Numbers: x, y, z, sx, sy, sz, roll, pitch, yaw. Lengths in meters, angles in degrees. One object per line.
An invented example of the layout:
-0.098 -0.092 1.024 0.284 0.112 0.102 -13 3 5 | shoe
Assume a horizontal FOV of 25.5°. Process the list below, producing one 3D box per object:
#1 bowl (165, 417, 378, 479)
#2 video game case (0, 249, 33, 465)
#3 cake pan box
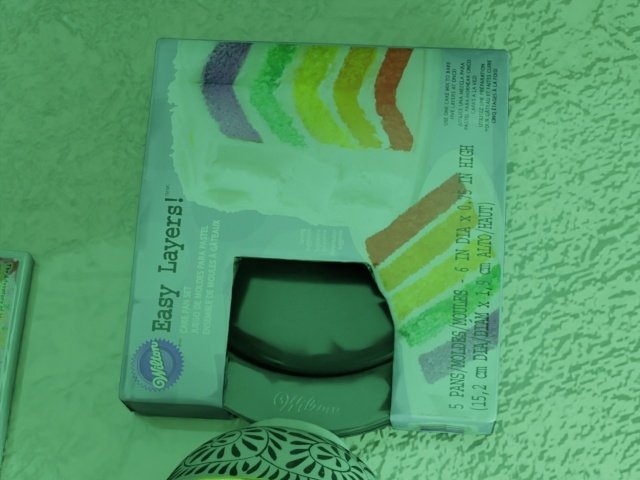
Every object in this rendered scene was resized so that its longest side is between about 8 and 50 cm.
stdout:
-0.023 0.162 0.863 0.170 0.170 0.080 8 48 6 | bowl
-0.277 0.079 0.959 0.143 0.019 0.157 5 73 5 | video game case
0.000 0.000 0.939 0.246 0.070 0.266 4 75 7 | cake pan box
